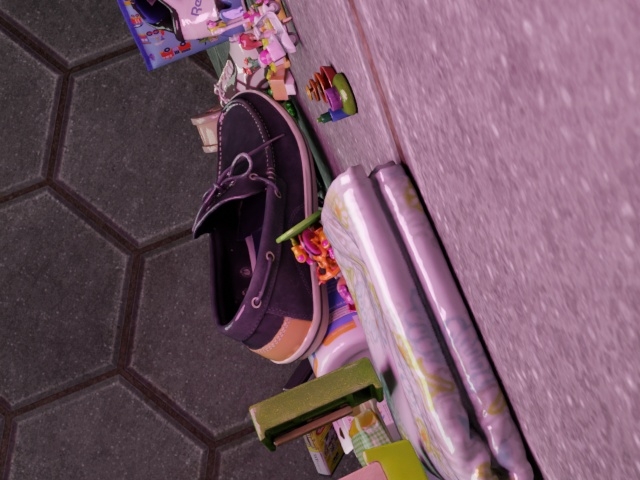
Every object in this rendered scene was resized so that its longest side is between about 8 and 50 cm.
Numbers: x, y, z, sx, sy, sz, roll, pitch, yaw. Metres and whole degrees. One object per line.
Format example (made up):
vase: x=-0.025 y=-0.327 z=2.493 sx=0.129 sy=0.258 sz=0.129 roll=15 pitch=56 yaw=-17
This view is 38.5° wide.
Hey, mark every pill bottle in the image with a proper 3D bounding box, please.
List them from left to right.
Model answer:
pill bottle: x=0.026 y=0.101 z=1.441 sx=0.152 sy=0.152 sz=0.272 roll=73 pitch=174 yaw=-46

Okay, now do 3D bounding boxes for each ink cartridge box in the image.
ink cartridge box: x=0.098 y=0.354 z=1.813 sx=0.090 sy=0.143 sz=0.092 roll=75 pitch=170 yaw=-54

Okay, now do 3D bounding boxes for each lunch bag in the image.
lunch bag: x=-0.297 y=-0.501 z=1.849 sx=0.293 sy=0.221 sz=0.138 roll=82 pitch=165 yaw=-71

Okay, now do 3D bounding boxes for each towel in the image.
towel: x=0.100 y=0.105 z=1.035 sx=0.320 sy=0.090 sz=0.375 roll=110 pitch=137 yaw=-84

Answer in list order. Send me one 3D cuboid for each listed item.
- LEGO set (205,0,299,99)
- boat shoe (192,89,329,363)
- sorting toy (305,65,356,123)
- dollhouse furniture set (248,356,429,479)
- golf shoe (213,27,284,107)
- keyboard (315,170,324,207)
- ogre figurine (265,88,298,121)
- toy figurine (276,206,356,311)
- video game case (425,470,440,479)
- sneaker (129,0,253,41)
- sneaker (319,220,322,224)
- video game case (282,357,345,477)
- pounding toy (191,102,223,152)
LEGO set: x=-0.103 y=-0.288 z=1.371 sx=0.287 sy=0.107 sz=0.132 roll=122 pitch=126 yaw=-84
boat shoe: x=-0.109 y=-0.049 z=1.419 sx=0.187 sy=0.156 sz=0.500 roll=-41 pitch=46 yaw=39
sorting toy: x=0.009 y=-0.167 z=1.077 sx=0.102 sy=0.042 sz=0.061 roll=-123 pitch=12 yaw=-63
dollhouse furniture set: x=0.037 y=0.293 z=1.145 sx=0.301 sy=0.151 sz=0.198 roll=76 pitch=168 yaw=-69
golf shoe: x=-0.142 y=-0.298 z=1.700 sx=0.273 sy=0.120 sz=0.105 roll=75 pitch=173 yaw=-48
keyboard: x=-0.017 y=-0.110 z=1.720 sx=0.180 sy=0.023 sz=0.108 roll=-170 pitch=56 yaw=-85
ogre figurine: x=-0.103 y=-0.205 z=1.672 sx=0.197 sy=0.118 sz=0.097 roll=104 pitch=144 yaw=-83
toy figurine: x=0.032 y=0.030 z=1.262 sx=0.159 sy=0.130 sz=0.173 roll=55 pitch=-155 yaw=0
video game case: x=0.138 y=0.465 z=1.564 sx=0.274 sy=0.026 sz=0.196 roll=0 pitch=76 yaw=68
sneaker: x=-0.226 y=-0.444 z=1.477 sx=0.127 sy=0.182 sz=0.316 roll=80 pitch=175 yaw=-66
sneaker: x=0.000 y=0.000 z=1.685 sx=0.258 sy=0.091 sz=0.094 roll=47 pitch=168 yaw=-1
video game case: x=0.034 y=0.302 z=1.894 sx=0.275 sy=0.035 sz=0.248 roll=-53 pitch=-45 yaw=-42
pounding toy: x=-0.172 y=-0.223 z=1.942 sx=0.269 sy=0.154 sz=0.155 roll=-92 pitch=-18 yaw=-70
